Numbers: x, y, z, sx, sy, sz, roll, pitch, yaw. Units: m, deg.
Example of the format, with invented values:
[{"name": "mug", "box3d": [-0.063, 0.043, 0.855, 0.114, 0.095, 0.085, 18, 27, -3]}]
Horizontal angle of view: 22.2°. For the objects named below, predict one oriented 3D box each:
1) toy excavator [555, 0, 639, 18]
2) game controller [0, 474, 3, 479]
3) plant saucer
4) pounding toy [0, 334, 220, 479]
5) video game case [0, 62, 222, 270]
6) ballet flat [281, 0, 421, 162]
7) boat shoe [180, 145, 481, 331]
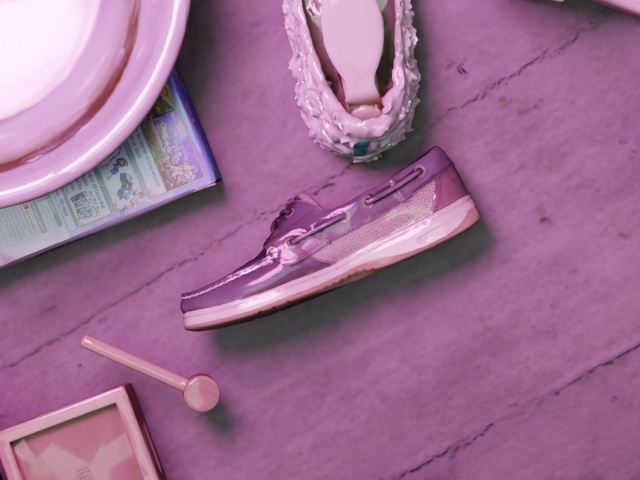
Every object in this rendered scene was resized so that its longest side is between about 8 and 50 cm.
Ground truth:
[{"name": "toy excavator", "box3d": [0.403, -0.165, 1.375, 0.433, 0.445, 0.222, 13, 97, -38]}, {"name": "game controller", "box3d": [-0.307, 0.270, 1.492, 0.067, 0.166, 0.319, -19, 93, -14]}, {"name": "plant saucer", "box3d": [-0.310, -0.223, 1.403, 0.400, 0.100, 0.400, 0, 91, -3]}, {"name": "pounding toy", "box3d": [-0.188, 0.174, 1.511, 0.206, 0.094, 0.181, -20, 88, -3]}, {"name": "video game case", "box3d": [-0.252, -0.133, 1.500, 0.244, 0.061, 0.269, -21, 93, 7]}, {"name": "ballet flat", "box3d": [0.024, -0.272, 1.429, 0.147, 0.147, 0.409, -9, 93, 6]}, {"name": "boat shoe", "box3d": [0.000, 0.000, 1.474, 0.285, 0.103, 0.092, -22, 88, 3]}]
